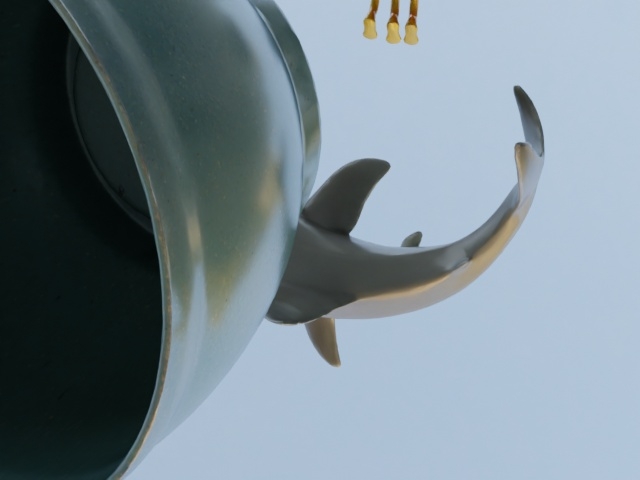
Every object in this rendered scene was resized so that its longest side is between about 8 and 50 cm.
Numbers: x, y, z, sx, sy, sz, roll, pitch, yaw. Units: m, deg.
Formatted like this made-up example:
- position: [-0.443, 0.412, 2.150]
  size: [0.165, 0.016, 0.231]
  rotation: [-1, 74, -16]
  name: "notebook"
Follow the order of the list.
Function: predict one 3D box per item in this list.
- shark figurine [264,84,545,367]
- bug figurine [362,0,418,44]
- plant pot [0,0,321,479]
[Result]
- position: [0.023, 0.014, 0.886]
  size: [0.116, 0.278, 0.166]
  rotation: [-30, -70, -51]
  name: "shark figurine"
- position: [0.016, -0.257, 1.022]
  size: [0.216, 0.279, 0.072]
  rotation: [9, -121, 6]
  name: "bug figurine"
- position: [-0.123, -0.041, 0.706]
  size: [0.196, 0.293, 0.293]
  rotation: [-30, -83, -50]
  name: "plant pot"
